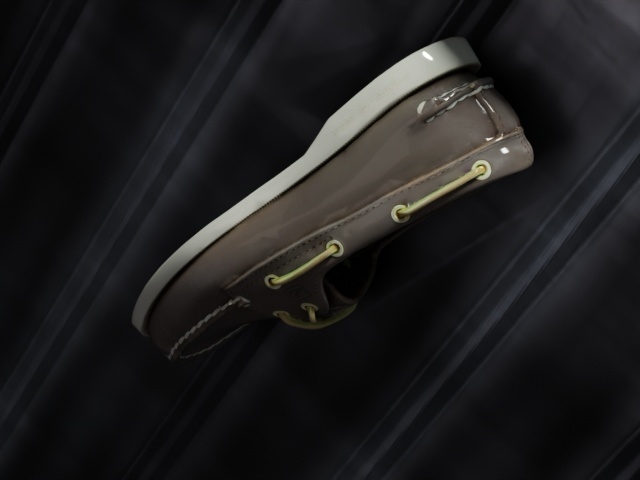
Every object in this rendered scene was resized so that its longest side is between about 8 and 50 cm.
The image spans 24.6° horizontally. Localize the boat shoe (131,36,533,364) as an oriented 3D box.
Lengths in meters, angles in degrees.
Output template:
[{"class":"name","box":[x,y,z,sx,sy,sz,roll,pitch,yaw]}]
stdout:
[{"class":"boat shoe","box":[0.000,0.000,0.976,0.324,0.116,0.097,-40,79,28]}]
